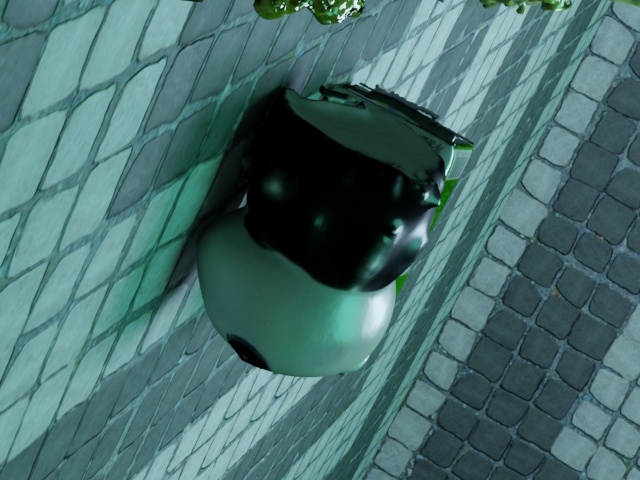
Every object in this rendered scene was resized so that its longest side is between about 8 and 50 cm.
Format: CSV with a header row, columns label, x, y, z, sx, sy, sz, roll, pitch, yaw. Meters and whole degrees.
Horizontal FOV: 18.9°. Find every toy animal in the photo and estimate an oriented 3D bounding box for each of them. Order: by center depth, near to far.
label,x,y,z,sx,sy,sz,roll,pitch,yaw
toy animal,-0.006,-0.005,1.856,0.266,0.212,0.212,-60,170,24

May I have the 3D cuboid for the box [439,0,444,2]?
label,x,y,z,sx,sy,sz,roll,pitch,yaw
box,0.152,-0.342,2.034,0.130,0.051,0.129,-53,167,-32

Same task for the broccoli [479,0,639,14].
label,x,y,z,sx,sy,sz,roll,pitch,yaw
broccoli,0.305,-0.337,2.239,0.248,0.245,0.288,-52,168,13

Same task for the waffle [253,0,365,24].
label,x,y,z,sx,sy,sz,roll,pitch,yaw
waffle,0.022,-0.278,1.457,0.245,0.052,0.254,2,118,-57

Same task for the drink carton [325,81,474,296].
label,x,y,z,sx,sy,sz,roll,pitch,yaw
drink carton,0.032,-0.028,2.056,0.271,0.161,0.108,-63,169,9

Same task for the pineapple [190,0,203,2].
label,x,y,z,sx,sy,sz,roll,pitch,yaw
pineapple,-0.052,-0.231,1.208,0.128,0.128,0.248,-65,172,27
